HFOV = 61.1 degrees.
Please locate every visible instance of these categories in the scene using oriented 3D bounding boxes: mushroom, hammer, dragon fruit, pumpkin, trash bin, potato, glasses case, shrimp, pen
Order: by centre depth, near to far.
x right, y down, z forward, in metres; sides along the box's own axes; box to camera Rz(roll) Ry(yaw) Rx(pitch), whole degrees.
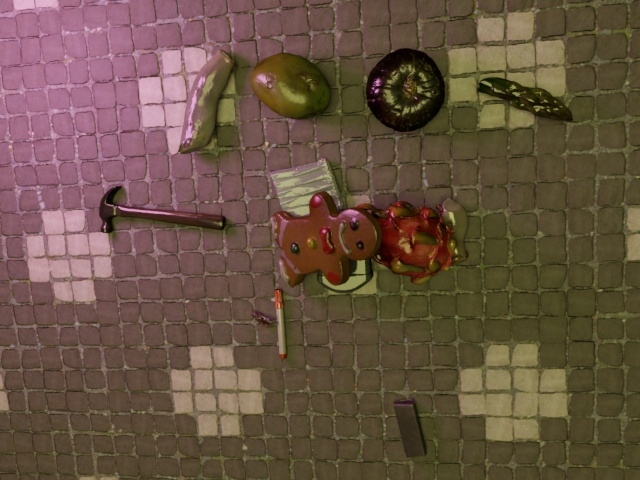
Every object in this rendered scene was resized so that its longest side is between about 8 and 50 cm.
[{"bbox_3d":[0.246,-0.437,1.586,0.238,0.159,0.238,0,95,6],"label":"pumpkin"},{"bbox_3d":[0.246,-0.007,1.605,0.307,0.243,0.227,50,143,13],"label":"dragon fruit"},{"bbox_3d":[-0.090,-0.467,1.641,0.253,0.148,0.186,18,103,6],"label":"potato"},{"bbox_3d":[0.408,-0.026,1.652,0.088,0.097,0.213,-7,97,-3],"label":"mushroom"},{"bbox_3d":[0.075,0.048,1.717,0.176,0.101,0.236,-2,96,11],"label":"trash bin"},{"bbox_3d":[-0.368,-0.434,1.720,0.109,0.097,0.351,21,99,5],"label":"mushroom"},{"bbox_3d":[0.297,0.622,1.794,0.072,0.042,0.191,-12,96,18],"label":"glasses case"},{"bbox_3d":[-0.133,0.279,1.819,0.028,0.028,0.239,-2,98,10],"label":"pen"},{"bbox_3d":[-0.192,0.268,1.824,0.092,0.029,0.038,23,120,22],"label":"shrimp"},{"bbox_3d":[-0.533,-0.082,1.825,0.439,0.044,0.168,8,101,7],"label":"hammer"}]

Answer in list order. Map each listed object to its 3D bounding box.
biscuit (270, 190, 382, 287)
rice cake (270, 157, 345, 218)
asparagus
[{"bbox_3d":[-0.001,0.001,1.605,0.432,0.064,0.283,-8,97,46],"label":"biscuit"},{"bbox_3d":[-0.042,-0.160,1.734,0.198,0.037,0.189,-18,95,12],"label":"rice cake"},{"bbox_3d":[0.601,-0.414,1.577,0.287,0.080,0.080,26,102,8],"label":"asparagus"}]
